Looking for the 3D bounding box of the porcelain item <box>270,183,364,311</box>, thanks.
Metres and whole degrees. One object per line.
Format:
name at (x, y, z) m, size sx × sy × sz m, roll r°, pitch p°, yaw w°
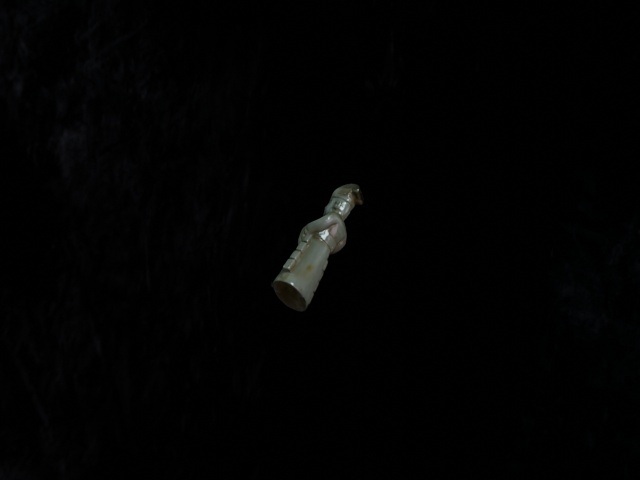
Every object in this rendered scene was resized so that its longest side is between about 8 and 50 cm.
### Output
porcelain item at (0.000, 0.000, 1.401) m, size 0.213 × 0.054 × 0.084 m, roll -60°, pitch 148°, yaw -29°
